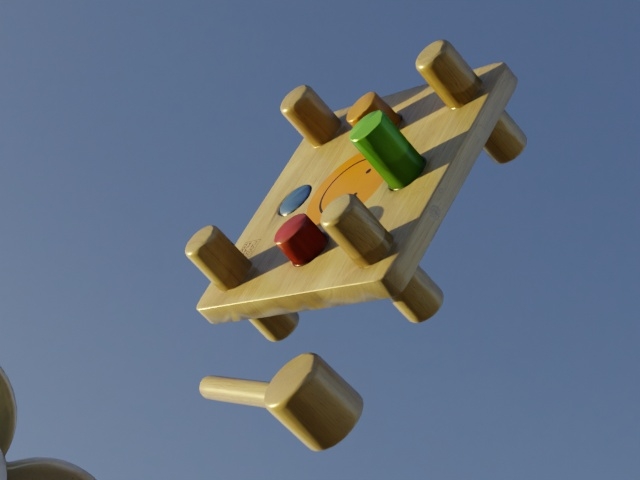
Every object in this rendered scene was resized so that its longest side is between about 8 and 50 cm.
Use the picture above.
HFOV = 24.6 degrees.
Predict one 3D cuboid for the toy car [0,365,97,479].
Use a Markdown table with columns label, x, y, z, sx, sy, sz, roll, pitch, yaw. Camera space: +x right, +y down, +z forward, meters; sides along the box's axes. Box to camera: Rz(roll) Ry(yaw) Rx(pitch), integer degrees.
| label | x | y | z | sx | sy | sz | roll | pitch | yaw |
| --- | --- | --- | --- | --- | --- | --- | --- | --- | --- |
| toy car | -0.168 | 0.134 | 0.618 | 0.136 | 0.159 | 0.182 | -37 | -76 | -1 |

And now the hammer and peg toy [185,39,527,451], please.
| label | x | y | z | sx | sy | sz | roll | pitch | yaw |
| --- | --- | --- | --- | --- | --- | --- | --- | --- | --- |
| hammer and peg toy | 0.000 | 0.000 | 1.249 | 0.266 | 0.361 | 0.127 | -11 | -50 | 49 |
